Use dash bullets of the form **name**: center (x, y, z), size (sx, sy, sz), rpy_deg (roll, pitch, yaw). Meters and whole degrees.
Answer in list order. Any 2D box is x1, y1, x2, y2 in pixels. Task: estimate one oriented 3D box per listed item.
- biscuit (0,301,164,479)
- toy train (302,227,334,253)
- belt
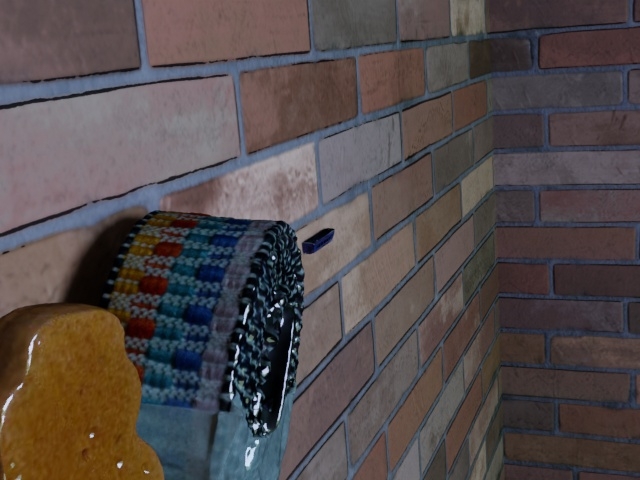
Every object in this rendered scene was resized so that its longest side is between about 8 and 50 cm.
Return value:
- **biscuit**: center (-0.161, 0.203, 0.519), size (0.202, 0.047, 0.333), rpy_deg (-8, 100, -67)
- **toy train**: center (0.000, 0.000, 1.130), size (0.083, 0.017, 0.017), rpy_deg (-34, 124, -64)
- **belt**: center (-0.097, 0.105, 0.712), size (0.207, 0.150, 0.257), rpy_deg (63, 34, -67)
